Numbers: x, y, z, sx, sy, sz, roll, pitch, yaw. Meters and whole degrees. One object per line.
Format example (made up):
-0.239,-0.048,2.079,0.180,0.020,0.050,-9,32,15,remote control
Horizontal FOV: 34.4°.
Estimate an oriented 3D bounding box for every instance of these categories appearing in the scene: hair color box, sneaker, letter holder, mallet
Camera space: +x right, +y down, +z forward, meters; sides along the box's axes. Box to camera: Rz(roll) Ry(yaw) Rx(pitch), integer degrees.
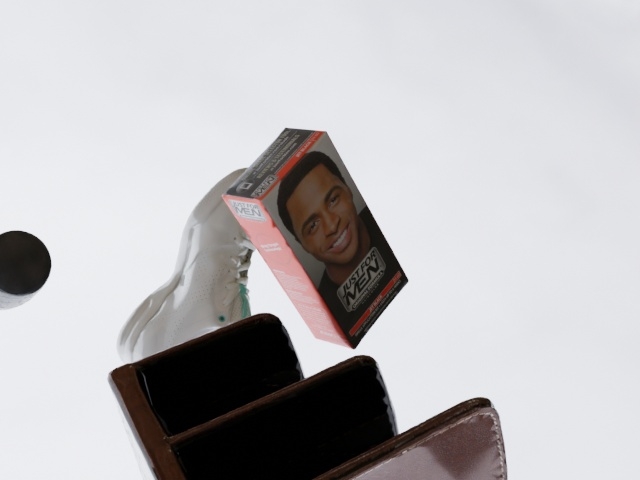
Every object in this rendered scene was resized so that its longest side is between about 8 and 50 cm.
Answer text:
0.000,0.000,0.704,0.072,0.043,0.141,-50,-53,-25,hair color box
-0.089,0.039,0.924,0.094,0.212,0.080,29,176,32,sneaker
0.005,0.197,0.730,0.214,0.301,0.152,-22,-136,-16,letter holder
-0.203,0.068,0.520,0.039,0.062,0.189,42,-126,-14,mallet
